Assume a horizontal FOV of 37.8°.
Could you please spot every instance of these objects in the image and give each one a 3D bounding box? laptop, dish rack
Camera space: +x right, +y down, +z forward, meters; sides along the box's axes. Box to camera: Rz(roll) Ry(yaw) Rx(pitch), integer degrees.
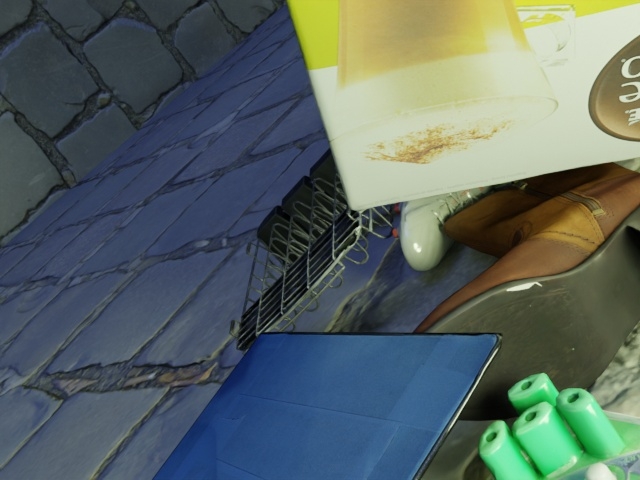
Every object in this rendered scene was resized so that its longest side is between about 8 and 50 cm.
[{"bbox_3d":[-0.166,0.161,0.578,0.382,0.407,0.236,167,108,-66],"label":"laptop"},{"bbox_3d":[0.000,0.000,0.952,0.208,0.074,0.271,-47,18,25],"label":"dish rack"}]

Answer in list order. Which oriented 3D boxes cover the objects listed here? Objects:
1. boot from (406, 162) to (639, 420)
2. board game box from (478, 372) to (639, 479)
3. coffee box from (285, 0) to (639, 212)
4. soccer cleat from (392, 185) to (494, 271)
[{"bbox_3d":[0.145,0.007,0.723,0.264,0.096,0.280,-36,18,-1],"label":"boot"},{"bbox_3d":[0.113,0.216,0.354,0.390,0.050,0.390,-44,21,-23],"label":"board game box"},{"bbox_3d":[0.139,-0.270,0.667,0.337,0.334,0.338,-11,56,6],"label":"coffee box"},{"bbox_3d":[0.128,-0.041,0.912,0.076,0.068,0.196,-14,26,32],"label":"soccer cleat"}]
